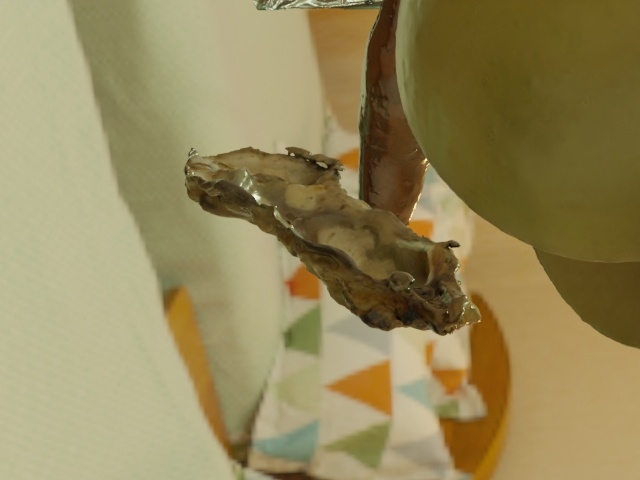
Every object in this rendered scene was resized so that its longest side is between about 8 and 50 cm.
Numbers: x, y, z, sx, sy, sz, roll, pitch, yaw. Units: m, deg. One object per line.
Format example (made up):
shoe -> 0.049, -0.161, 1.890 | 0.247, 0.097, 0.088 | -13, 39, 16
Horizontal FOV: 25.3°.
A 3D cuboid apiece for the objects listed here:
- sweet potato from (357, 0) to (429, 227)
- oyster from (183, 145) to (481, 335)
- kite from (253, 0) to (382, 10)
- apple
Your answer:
sweet potato -> 0.091, -0.143, 1.458 | 0.112, 0.112, 0.359 | -75, 169, -52
oyster -> 0.002, 0.000, 0.990 | 0.345, 0.129, 0.078 | 37, -65, 54
kite -> -0.034, -0.400, 1.795 | 0.406, 0.014, 0.368 | 40, 44, -24
apple -> 0.177, -0.093, 0.682 | 0.292, 0.292, 0.254 | 67, 9, -51
